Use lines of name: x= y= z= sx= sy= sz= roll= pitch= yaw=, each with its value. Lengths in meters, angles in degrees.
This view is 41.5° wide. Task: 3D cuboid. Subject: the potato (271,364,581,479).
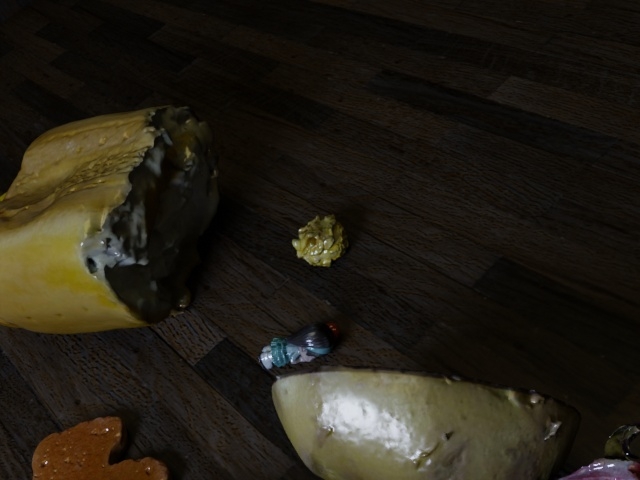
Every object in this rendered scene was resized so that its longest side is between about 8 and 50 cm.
potato: x=0.093 y=0.209 z=0.809 sx=0.299 sy=0.239 sz=0.116 roll=9 pitch=68 yaw=3

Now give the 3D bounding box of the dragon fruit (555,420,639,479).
dragon fruit: x=0.245 y=0.300 z=0.697 sx=0.211 sy=0.147 sz=0.282 roll=-3 pitch=42 yaw=42

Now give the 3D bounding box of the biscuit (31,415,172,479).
biscuit: x=-0.279 y=0.300 z=1.076 sx=0.186 sy=0.036 sz=0.192 roll=-25 pitch=39 yaw=0

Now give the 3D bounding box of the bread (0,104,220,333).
bread: x=-0.358 y=-0.012 z=1.305 sx=0.394 sy=0.250 sz=0.361 roll=-10 pitch=40 yaw=28

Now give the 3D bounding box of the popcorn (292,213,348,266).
popcorn: x=0.000 y=0.000 z=1.218 sx=0.083 sy=0.057 sz=0.082 roll=8 pitch=50 yaw=40

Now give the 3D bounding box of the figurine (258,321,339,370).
figurine: x=-0.028 y=0.137 z=1.100 sx=0.106 sy=0.047 sz=0.060 roll=-20 pitch=3 yaw=22
